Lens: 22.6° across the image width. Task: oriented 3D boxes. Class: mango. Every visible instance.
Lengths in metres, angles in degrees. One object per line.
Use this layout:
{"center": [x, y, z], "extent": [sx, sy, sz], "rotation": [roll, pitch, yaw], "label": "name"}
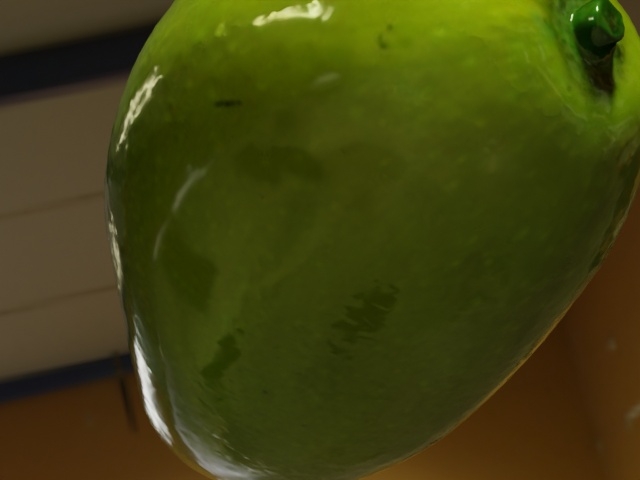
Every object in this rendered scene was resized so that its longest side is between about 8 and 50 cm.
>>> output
{"center": [0.000, 0.000, 0.654], "extent": [0.192, 0.156, 0.343], "rotation": [30, -43, -1], "label": "mango"}
